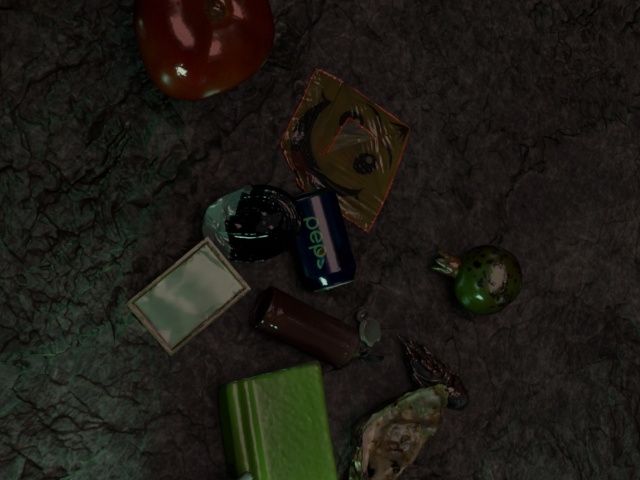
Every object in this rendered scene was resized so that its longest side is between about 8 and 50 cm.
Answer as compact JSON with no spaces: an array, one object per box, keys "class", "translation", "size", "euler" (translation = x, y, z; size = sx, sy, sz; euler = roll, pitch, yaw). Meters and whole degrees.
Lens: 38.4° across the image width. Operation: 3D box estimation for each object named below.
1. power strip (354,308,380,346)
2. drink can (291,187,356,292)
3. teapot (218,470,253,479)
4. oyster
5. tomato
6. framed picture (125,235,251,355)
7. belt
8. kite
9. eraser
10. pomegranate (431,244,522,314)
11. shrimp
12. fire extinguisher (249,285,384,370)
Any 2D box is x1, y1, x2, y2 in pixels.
[{"class":"power strip","translation":[0.097,0.184,1.953],"size":[0.055,0.035,0.083],"euler":[-34,111,-26]},{"class":"drink can","translation":[0.000,0.000,1.881],"size":[0.118,0.118,0.204],"euler":[-15,87,-27]},{"class":"teapot","translation":[-0.231,0.544,1.673],"size":[0.193,0.129,0.294],"euler":[42,66,-14]},{"class":"oyster","translation":[0.157,0.407,1.902],"size":[0.294,0.094,0.166],"euler":[-32,95,-23]},{"class":"tomato","translation":[-0.234,-0.407,1.769],"size":[0.299,0.226,0.298],"euler":[8,74,-32]},{"class":"framed picture","translation":[-0.252,0.107,1.765],"size":[0.201,0.010,0.136],"euler":[-40,100,-8]},{"class":"belt","translation":[-0.136,-0.036,1.798],"size":[0.199,0.078,0.151],"euler":[-9,99,4]},{"class":"kite","translation":[0.069,-0.203,2.007],"size":[0.328,0.013,0.377],"euler":[-21,91,-28]},{"class":"eraser","translation":[-0.084,0.388,1.795],"size":[0.210,0.092,0.274],"euler":[-9,87,-26]},{"class":"pomegranate","translation":[0.347,0.076,2.029],"size":[0.205,0.159,0.159],"euler":[21,72,4]},{"class":"shrimp","translation":[0.231,0.279,1.975],"size":[0.233,0.079,0.090],"euler":[49,60,-6]},{"class":"fire extinguisher","translation":[-0.004,0.190,1.855],"size":[0.269,0.105,0.104],"euler":[29,70,-20]}]
